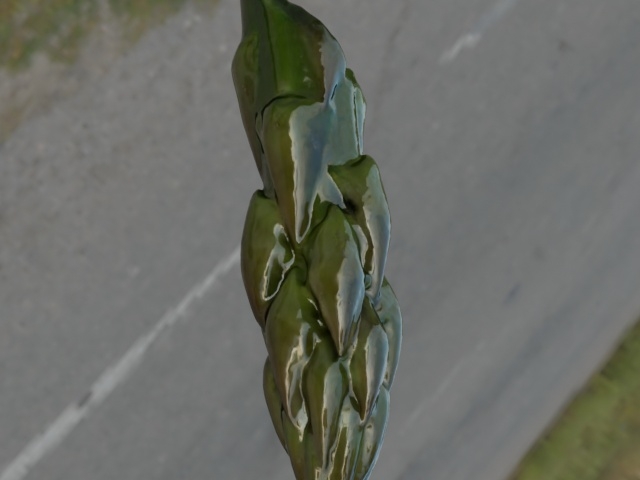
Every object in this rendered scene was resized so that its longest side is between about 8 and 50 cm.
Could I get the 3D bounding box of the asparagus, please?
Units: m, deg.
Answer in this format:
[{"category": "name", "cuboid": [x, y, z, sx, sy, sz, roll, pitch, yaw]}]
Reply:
[{"category": "asparagus", "cuboid": [0.000, 0.000, 0.841, 0.080, 0.080, 0.287, 48, 38, -71]}]
